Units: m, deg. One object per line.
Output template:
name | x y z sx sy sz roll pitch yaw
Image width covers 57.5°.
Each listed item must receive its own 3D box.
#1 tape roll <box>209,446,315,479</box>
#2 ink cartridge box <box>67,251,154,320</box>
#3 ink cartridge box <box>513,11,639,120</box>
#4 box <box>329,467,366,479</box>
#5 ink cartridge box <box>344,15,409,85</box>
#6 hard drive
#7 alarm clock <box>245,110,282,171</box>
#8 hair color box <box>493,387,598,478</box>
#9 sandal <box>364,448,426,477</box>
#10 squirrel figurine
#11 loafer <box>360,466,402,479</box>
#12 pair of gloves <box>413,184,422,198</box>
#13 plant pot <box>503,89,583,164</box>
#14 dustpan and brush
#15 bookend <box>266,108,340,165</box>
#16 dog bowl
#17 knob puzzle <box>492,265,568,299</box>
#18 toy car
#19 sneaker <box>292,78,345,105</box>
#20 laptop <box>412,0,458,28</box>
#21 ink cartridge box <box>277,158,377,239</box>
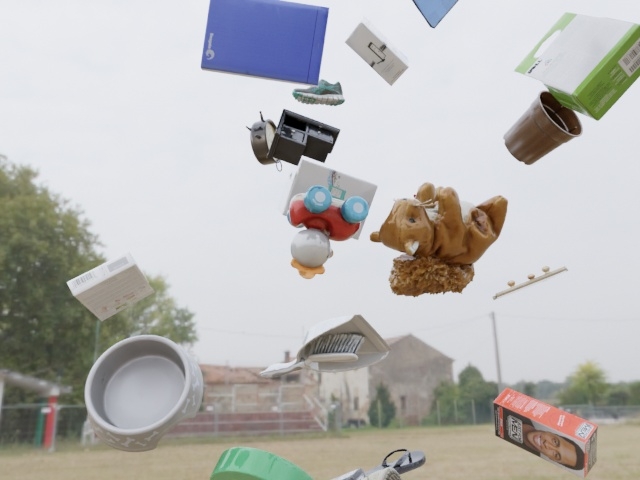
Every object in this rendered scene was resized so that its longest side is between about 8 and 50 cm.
tape roll | -0.150 0.701 1.623 0.321 0.077 0.321 13 -46 14
ink cartridge box | -0.588 0.134 1.663 0.181 0.056 0.224 -29 -20 -13
ink cartridge box | 0.595 -0.407 1.333 0.097 0.255 0.189 33 -76 -28
box | 0.033 0.646 1.325 0.231 0.183 0.056 -32 -12 23
ink cartridge box | 0.181 -0.601 1.848 0.203 0.148 0.086 40 -64 -12
hard drive | -0.149 -0.542 1.570 0.319 0.210 0.040 8 2 0
alarm clock | -0.154 -0.272 1.711 0.064 0.129 0.192 -11 -41 19
hair color box | 0.330 0.282 0.863 0.043 0.072 0.141 -31 31 -36
sandal | 0.220 0.652 1.710 0.255 0.054 0.097 -1 -15 -45
squirrel figurine | 0.343 0.017 1.839 0.371 0.396 0.281 -9 24 -39
loafer | 0.080 0.564 1.126 0.092 0.102 0.268 -29 12 43
pair of gloves | 0.431 -0.131 2.163 0.159 0.198 0.023 -30 -21 -55
plant pot | 0.630 -0.315 1.682 0.167 0.167 0.165 9 -35 -31
dustpan and brush | -0.006 0.189 0.957 0.211 0.060 0.147 -12 -38 25
bookend | -0.039 -0.240 1.433 0.156 0.157 0.072 19 -57 -7
dog bowl | -0.529 0.438 1.731 0.349 0.348 0.102 -1 -35 -1
knob puzzle | 0.517 0.100 1.453 0.213 0.030 0.213 -20 -14 -5
toy car | 0.000 0.000 1.630 0.210 0.237 0.219 15 -16 -16
sneaker | -0.007 -0.454 1.773 0.167 0.076 0.065 1 -10 -20
laptop | 0.273 -0.731 1.152 0.236 0.382 0.408 34 -22 10
ink cartridge box | 0.016 -0.146 1.973 0.270 0.197 0.198 18 6 -12
